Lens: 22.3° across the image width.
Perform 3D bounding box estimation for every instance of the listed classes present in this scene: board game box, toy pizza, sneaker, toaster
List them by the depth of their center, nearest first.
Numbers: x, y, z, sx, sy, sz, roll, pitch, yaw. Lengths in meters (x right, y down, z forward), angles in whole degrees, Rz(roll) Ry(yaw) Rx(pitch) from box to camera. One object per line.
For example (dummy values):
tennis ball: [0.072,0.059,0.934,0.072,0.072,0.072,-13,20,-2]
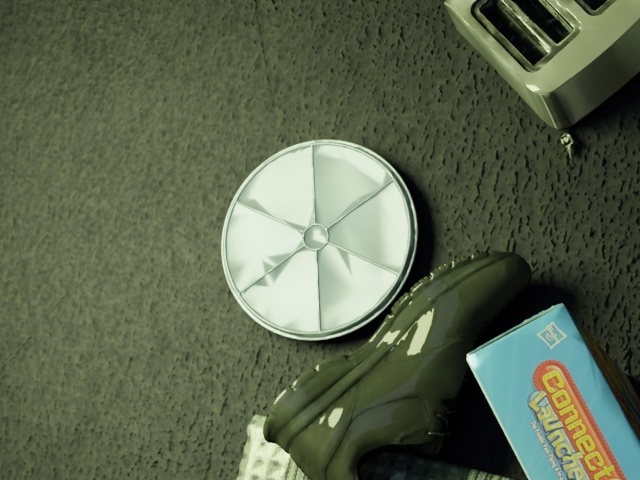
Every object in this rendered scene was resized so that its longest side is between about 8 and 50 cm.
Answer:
board game box: [0.253,0.228,1.287,0.086,0.302,0.308,-30,69,9]
sneaker: [0.090,0.125,1.475,0.286,0.109,0.130,-40,72,-2]
toaster: [0.230,-0.209,1.518,0.168,0.110,0.185,-42,67,5]
toy pizza: [0.000,0.000,1.583,0.201,0.032,0.201,-5,75,18]

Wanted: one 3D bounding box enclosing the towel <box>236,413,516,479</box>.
towel: [0.037,0.348,1.475,0.312,0.056,0.324,12,77,19]
